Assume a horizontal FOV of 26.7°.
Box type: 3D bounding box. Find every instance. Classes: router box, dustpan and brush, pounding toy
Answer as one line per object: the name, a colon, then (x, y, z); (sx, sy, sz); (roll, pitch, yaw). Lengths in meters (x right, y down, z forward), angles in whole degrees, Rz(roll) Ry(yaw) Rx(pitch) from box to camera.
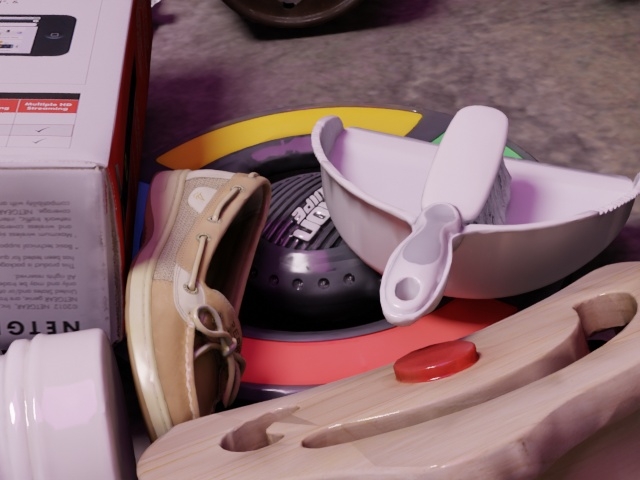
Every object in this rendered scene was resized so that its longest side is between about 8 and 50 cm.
router box: (-0.247, -0.067, 0.605); (0.335, 0.082, 0.301); (-1, 31, -3)
dustpan and brush: (0.052, -0.010, 0.533); (0.147, 0.060, 0.211); (11, 35, 11)
pounding toy: (0.044, 0.116, 0.428); (0.269, 0.155, 0.154); (-22, 9, -36)

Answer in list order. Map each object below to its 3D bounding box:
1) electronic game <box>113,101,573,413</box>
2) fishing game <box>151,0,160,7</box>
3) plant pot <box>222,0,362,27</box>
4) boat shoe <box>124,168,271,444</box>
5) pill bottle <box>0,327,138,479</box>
electronic game: (0.000, 0.000, 0.614); (0.229, 0.048, 0.229); (-4, 35, 3)
fishing game: (-0.195, -0.167, 0.835); (0.189, 0.041, 0.264); (0, 43, -16)
plant pot: (-0.027, -0.250, 0.861); (0.215, 0.215, 0.230); (-6, 49, 0)
boat shoe: (-0.044, 0.022, 0.523); (0.048, 0.056, 0.153); (-6, 34, 4)
pill bottle: (-0.173, 0.087, 0.455); (0.215, 0.117, 0.117); (-9, 35, -4)
